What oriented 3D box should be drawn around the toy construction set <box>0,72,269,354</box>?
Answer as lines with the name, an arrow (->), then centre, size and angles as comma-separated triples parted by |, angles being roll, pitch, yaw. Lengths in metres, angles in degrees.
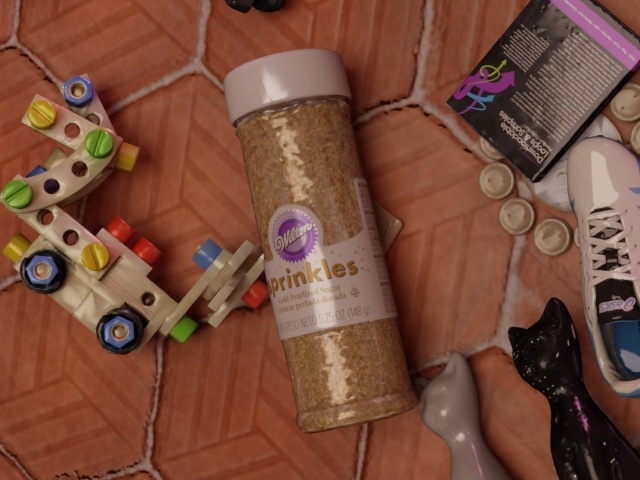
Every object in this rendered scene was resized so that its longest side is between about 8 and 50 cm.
toy construction set -> -0.203, -0.007, 1.308 | 0.327, 0.151, 0.215 | 37, 82, 11

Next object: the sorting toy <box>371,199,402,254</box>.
sorting toy -> 0.040, 0.000, 1.256 | 0.062, 0.012, 0.083 | 37, 107, 22

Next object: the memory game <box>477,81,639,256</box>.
memory game -> 0.233, -0.075, 1.160 | 0.186, 0.012, 0.186 | 2, 94, 25

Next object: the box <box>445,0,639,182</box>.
box -> 0.208, -0.149, 1.145 | 0.116, 0.029, 0.162 | 46, 108, 17

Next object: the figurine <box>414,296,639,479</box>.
figurine -> 0.183, 0.184, 1.145 | 0.215, 0.092, 0.209 | -34, 70, 42

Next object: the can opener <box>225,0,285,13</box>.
can opener -> -0.061, -0.319, 1.263 | 0.059, 0.073, 0.186 | -3, 82, 33

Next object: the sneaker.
sneaker -> 0.266, 0.023, 1.100 | 0.085, 0.086, 0.237 | -12, 93, 24

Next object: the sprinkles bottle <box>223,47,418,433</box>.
sprinkles bottle -> 0.000, 0.000, 1.200 | 0.121, 0.121, 0.355 | -16, 83, 25
